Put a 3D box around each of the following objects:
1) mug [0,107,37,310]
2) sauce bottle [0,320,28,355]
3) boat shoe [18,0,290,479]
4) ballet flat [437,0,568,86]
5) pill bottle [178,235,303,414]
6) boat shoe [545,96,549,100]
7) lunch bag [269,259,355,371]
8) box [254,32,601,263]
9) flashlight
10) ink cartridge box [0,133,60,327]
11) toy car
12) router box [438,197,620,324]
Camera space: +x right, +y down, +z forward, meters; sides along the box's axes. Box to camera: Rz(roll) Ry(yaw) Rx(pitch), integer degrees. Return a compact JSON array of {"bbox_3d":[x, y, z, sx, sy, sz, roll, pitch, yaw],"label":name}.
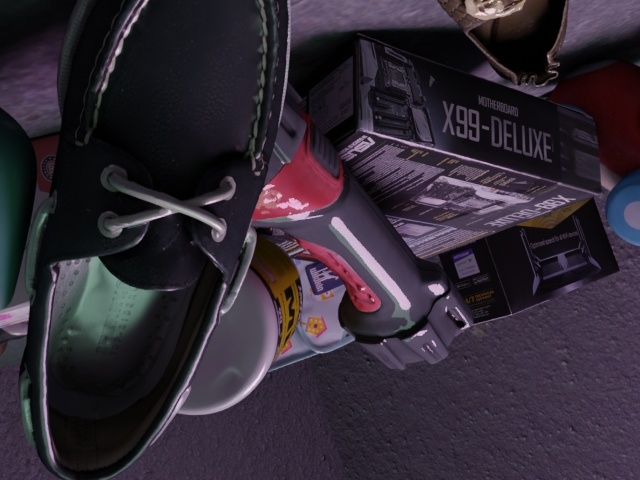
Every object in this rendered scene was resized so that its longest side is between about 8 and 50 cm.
[{"bbox_3d":[-0.208,-0.031,0.325,0.158,0.097,0.129,10,-172,-41],"label":"mug"},{"bbox_3d":[-0.493,0.133,0.984,0.345,0.111,0.111,-23,172,33],"label":"sauce bottle"},{"bbox_3d":[-0.080,-0.003,0.358,0.114,0.091,0.302,5,125,-21],"label":"boat shoe"},{"bbox_3d":[0.133,-0.147,0.497,0.084,0.058,0.250,-18,174,17],"label":"ballet flat"},{"bbox_3d":[-0.078,0.054,0.604,0.119,0.119,0.208,-19,-177,8],"label":"pill bottle"},{"bbox_3d":[0.320,-0.163,0.932,0.042,0.048,0.133,-16,174,41],"label":"boat shoe"},{"bbox_3d":[-0.057,0.071,1.110,0.262,0.223,0.160,-19,-179,7],"label":"lunch bag"},{"bbox_3d":[0.051,-0.051,0.675,0.243,0.076,0.307,10,160,-29],"label":"box"},{"bbox_3d":[0.000,0.000,0.529,0.103,0.103,0.304,-49,135,-8],"label":"flashlight"},{"bbox_3d":[-0.249,0.006,0.523,0.198,0.115,0.067,-15,173,-12],"label":"ink cartridge box"},{"bbox_3d":[0.361,-0.155,0.737,0.219,0.210,0.238,-29,154,-43],"label":"toy car"},{"bbox_3d":[0.273,-0.035,1.018,0.309,0.242,0.081,-11,171,-44],"label":"router box"}]
